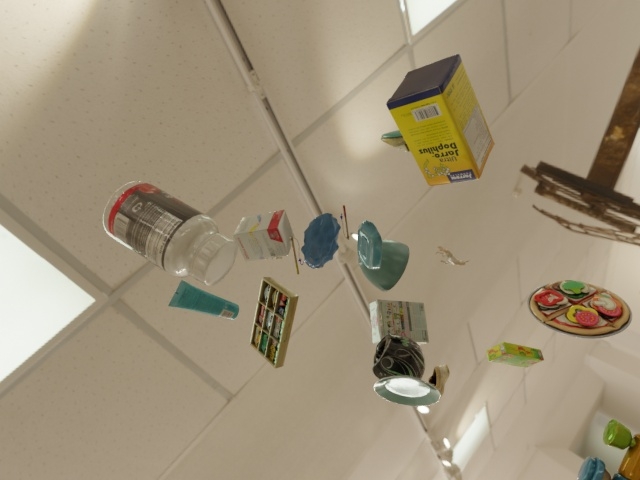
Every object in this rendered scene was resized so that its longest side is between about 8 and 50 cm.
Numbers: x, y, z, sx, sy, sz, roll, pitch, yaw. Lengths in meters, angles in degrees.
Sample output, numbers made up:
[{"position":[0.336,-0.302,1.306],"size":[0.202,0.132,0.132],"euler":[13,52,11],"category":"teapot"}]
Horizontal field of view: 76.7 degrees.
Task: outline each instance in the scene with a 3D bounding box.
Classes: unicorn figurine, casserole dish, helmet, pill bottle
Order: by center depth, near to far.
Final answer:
[{"position":[-0.380,-0.013,1.048],"size":[0.176,0.318,0.176],"euler":[-55,-15,-23],"category":"pill bottle"},{"position":[0.260,0.398,1.317],"size":[0.169,0.161,0.169],"euler":[-58,-1,-2],"category":"helmet"},{"position":[0.158,0.020,1.338],"size":[0.037,0.114,0.188],"euler":[-21,-43,-16],"category":"casserole dish"},{"position":[0.629,0.085,1.955],"size":[0.162,0.111,0.060],"euler":[27,-98,-39],"category":"unicorn figurine"}]

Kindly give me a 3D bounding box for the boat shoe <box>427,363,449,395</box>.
[{"position":[0.428,0.527,1.506],"size":[0.059,0.063,0.170],"euler":[3,-62,-7],"category":"boat shoe"}]

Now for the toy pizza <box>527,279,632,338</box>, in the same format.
[{"position":[0.581,0.144,0.915],"size":[0.201,0.201,0.032],"euler":[-30,-59,-30],"category":"toy pizza"}]

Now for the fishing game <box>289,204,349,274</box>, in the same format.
[{"position":[0.000,0.000,1.316],"size":[0.264,0.041,0.189],"euler":[-37,-51,-35],"category":"fishing game"}]

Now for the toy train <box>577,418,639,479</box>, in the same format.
[{"position":[0.563,0.356,0.691],"size":[0.248,0.143,0.105],"euler":[-60,-22,-5],"category":"toy train"}]

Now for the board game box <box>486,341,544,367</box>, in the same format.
[{"position":[0.719,0.425,1.497],"size":[0.181,0.043,0.092],"euler":[15,-40,-19],"category":"board game box"}]

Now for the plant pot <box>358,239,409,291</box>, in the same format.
[{"position":[0.324,0.109,2.229],"size":[0.195,0.290,0.290],"euler":[27,-91,-12],"category":"plant pot"}]

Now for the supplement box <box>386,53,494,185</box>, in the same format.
[{"position":[0.409,-0.386,1.353],"size":[0.356,0.195,0.194],"euler":[53,-125,-30],"category":"supplement box"}]

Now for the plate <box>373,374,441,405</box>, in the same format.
[{"position":[0.245,0.422,1.151],"size":[0.024,0.188,0.188],"euler":[-75,-30,-42],"category":"plate"}]

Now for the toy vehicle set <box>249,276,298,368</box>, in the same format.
[{"position":[-0.165,0.281,1.402],"size":[0.035,0.166,0.267],"euler":[-1,-72,-44],"category":"toy vehicle set"}]

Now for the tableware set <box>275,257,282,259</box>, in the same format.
[{"position":[-0.221,0.032,1.654],"size":[0.024,0.154,0.104],"euler":[-27,-72,-39],"category":"tableware set"}]

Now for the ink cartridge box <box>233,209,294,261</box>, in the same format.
[{"position":[-0.206,-0.017,1.489],"size":[0.127,0.176,0.128],"euler":[-78,-25,-53],"category":"ink cartridge box"}]

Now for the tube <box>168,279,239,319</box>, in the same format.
[{"position":[-0.336,0.184,1.189],"size":[0.207,0.052,0.080],"euler":[30,-101,-41],"category":"tube"}]

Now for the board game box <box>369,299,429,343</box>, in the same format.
[{"position":[0.428,0.449,2.208],"size":[0.303,0.097,0.224],"euler":[8,-116,-22],"category":"board game box"}]

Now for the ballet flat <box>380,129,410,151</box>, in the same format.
[{"position":[0.427,-0.461,1.832],"size":[0.123,0.348,0.123],"euler":[4,-95,-45],"category":"ballet flat"}]
